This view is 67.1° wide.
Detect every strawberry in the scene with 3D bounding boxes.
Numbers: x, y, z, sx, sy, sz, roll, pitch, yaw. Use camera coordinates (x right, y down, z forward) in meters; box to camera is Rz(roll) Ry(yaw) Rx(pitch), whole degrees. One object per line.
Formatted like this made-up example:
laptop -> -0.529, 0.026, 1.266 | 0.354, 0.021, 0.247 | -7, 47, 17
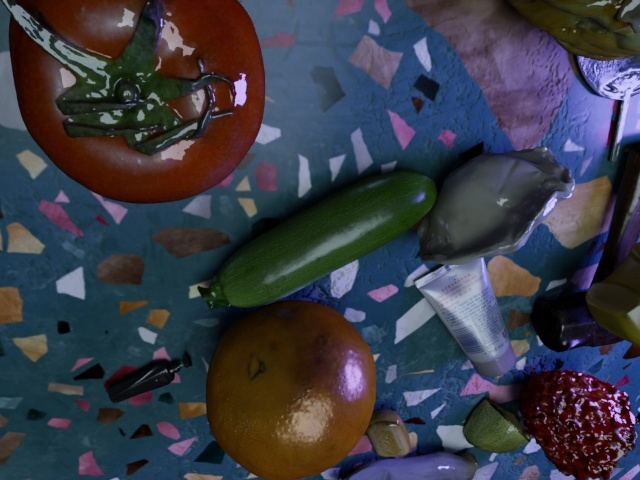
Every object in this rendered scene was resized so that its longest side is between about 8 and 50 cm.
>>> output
strawberry -> 0.509, 0.364, 1.002 | 0.178, 0.234, 0.233 | 29, 105, -11

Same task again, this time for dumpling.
dumpling -> 0.258, -0.042, 0.722 | 0.258, 0.193, 0.147 | -37, 116, 7

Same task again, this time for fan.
fan -> 0.521, -0.301, 0.775 | 0.223, 0.012, 0.294 | -38, 120, 3

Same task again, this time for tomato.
tomato -> -0.183, -0.169, 0.508 | 0.256, 0.224, 0.255 | -5, 117, -9

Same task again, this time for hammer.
hammer -> 0.561, 0.017, 0.904 | 0.243, 0.095, 0.408 | -4, 115, -14

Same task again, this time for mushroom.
mushroom -> 0.189, 0.520, 1.043 | 0.352, 0.097, 0.109 | -5, 118, -17

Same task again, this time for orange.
orange -> -0.044, 0.218, 0.729 | 0.261, 0.261, 0.261 | -7, 118, -13

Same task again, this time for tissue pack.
tissue pack -> 0.566, 0.096, 0.829 | 0.178, 0.123, 0.127 | -45, 107, 1

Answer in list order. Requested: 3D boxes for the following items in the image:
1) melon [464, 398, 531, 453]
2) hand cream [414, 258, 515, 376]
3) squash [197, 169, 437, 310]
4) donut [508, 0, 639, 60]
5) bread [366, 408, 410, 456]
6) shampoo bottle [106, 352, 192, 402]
melon -> 0.392, 0.434, 1.067 | 0.128, 0.079, 0.160 | -42, 121, 13
hand cream -> 0.277, 0.140, 0.896 | 0.133, 0.083, 0.247 | -29, 109, -2
squash -> 0.000, 0.000, 0.718 | 0.395, 0.107, 0.107 | -27, 120, 0
donut -> 0.393, -0.404, 0.593 | 0.361, 0.170, 0.360 | -3, 112, -8
bread -> 0.136, 0.388, 0.981 | 0.082, 0.056, 0.115 | -17, 119, 18
shampoo bottle -> -0.278, 0.227, 0.793 | 0.137, 0.027, 0.048 | -23, 122, -5
